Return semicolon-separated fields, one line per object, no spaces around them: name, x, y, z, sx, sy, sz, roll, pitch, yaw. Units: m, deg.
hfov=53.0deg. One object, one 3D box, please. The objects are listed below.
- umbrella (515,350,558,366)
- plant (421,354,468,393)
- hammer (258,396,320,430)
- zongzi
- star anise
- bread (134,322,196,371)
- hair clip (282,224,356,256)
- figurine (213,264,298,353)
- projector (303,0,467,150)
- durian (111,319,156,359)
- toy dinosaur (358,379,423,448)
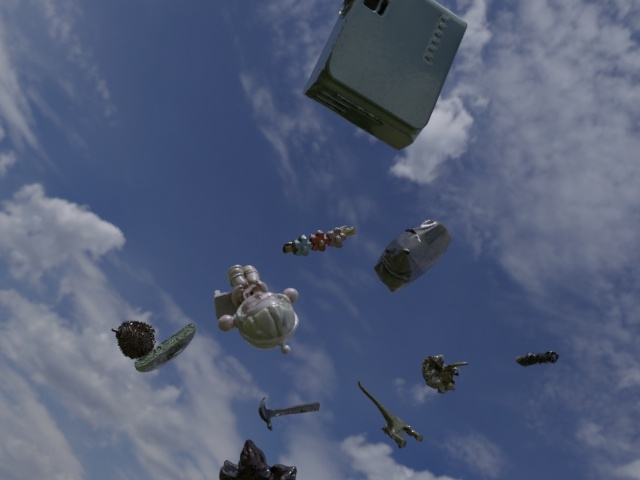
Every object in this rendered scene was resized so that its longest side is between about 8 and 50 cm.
umbrella;0.577;0.318;1.722;0.040;0.037;0.144;11;-18;-21
plant;0.348;0.361;1.779;0.117;0.104;0.122;31;-54;-32
hammer;-0.102;0.605;2.283;0.027;0.297;0.125;-45;-123;29
zongzi;0.244;0.004;1.554;0.112;0.221;0.242;46;-20;13
star anise;-0.118;0.540;1.346;0.220;0.099;0.214;41;-53;0
bread;-0.419;0.311;1.761;0.036;0.193;0.112;47;-29;18
hair clip;0.004;0.001;1.680;0.056;0.214;0.062;18;-59;53
figurine;-0.146;0.169;1.463;0.257;0.182;0.144;40;-63;55
projector;0.108;-0.309;1.084;0.198;0.250;0.108;27;-15;-16
durian;-0.366;0.192;1.253;0.091;0.080;0.080;24;-32;-22
toy dinosaur;0.218;0.580;2.047;0.200;0.072;0.251;26;-21;51
